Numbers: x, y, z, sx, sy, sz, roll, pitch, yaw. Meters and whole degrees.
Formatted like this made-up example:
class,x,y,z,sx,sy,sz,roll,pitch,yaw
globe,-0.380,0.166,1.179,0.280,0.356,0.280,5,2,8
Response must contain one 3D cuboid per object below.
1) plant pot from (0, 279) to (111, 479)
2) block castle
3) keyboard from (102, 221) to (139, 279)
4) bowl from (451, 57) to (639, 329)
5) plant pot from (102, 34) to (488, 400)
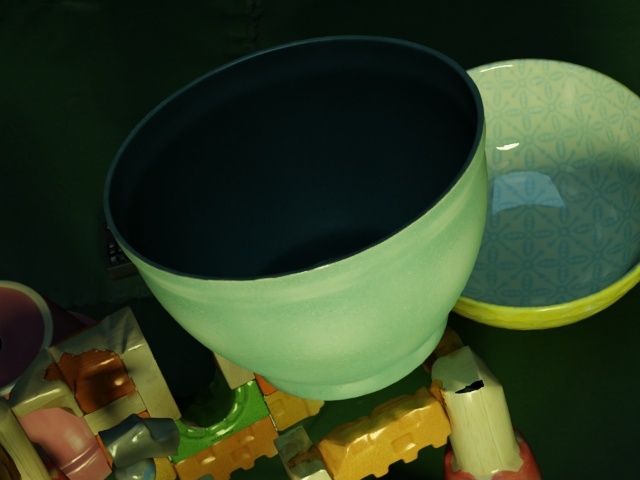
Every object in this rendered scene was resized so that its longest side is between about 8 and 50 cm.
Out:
class,x,y,z,sx,sy,sz,roll,pitch,yaw
plant pot,-0.295,0.137,1.320,0.201,0.180,0.201,-5,58,8
block castle,-0.070,0.202,1.173,0.453,0.213,0.303,-26,40,-9
keyboard,-0.149,-0.004,1.470,0.180,0.023,0.108,-16,57,3
bowl,0.204,-0.020,1.327,0.289,0.156,0.289,-5,58,8
plant pot,0.000,0.000,1.058,0.293,0.196,0.293,-11,40,9
